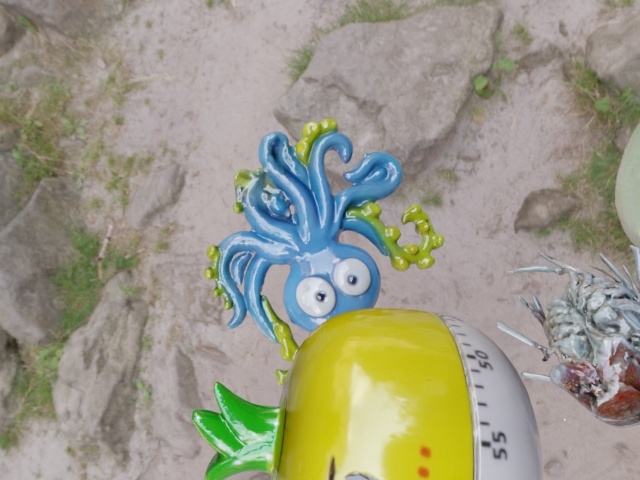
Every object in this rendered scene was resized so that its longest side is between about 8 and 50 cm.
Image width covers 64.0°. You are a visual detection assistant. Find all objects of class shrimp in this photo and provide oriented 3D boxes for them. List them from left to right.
[{"bbox_3d":[0.334,0.110,0.636,0.166,0.410,0.221,42,112,-1],"label":"shrimp"}]

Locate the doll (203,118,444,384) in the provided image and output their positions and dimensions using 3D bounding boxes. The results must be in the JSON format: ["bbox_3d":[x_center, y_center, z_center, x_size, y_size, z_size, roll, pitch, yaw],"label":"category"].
[{"bbox_3d":[0.000,0.000,0.736,0.346,0.099,0.341,-27,94,-10],"label":"doll"}]

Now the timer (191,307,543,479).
[{"bbox_3d":[0.019,0.184,0.457,0.285,0.285,0.285,-8,69,23],"label":"timer"}]

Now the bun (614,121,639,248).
[{"bbox_3d":[0.577,-0.080,0.705,0.293,0.187,0.293,5,98,41],"label":"bun"}]
